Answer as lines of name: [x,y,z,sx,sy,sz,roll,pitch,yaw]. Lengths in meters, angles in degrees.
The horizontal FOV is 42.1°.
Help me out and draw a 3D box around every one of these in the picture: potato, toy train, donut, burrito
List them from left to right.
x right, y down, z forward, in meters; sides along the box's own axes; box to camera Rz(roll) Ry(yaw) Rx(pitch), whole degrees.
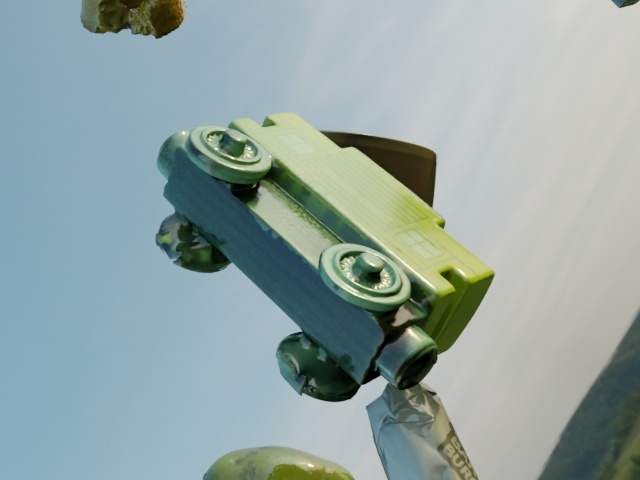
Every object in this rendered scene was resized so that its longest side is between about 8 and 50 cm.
donut: [-0.192,-0.248,0.852,0.043,0.108,0.097,97,172,-47]
potato: [-0.080,0.493,1.553,0.216,0.305,0.215,9,-90,-75]
toy train: [0.000,0.000,1.002,0.272,0.442,0.179,-16,-41,-46]
burrito: [0.169,0.364,0.927,0.101,0.445,0.139,-15,-25,-23]

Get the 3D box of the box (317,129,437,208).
box: [0.032,-0.035,1.310,0.301,0.301,0.216,17,-107,-68]

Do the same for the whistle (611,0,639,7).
whistle: [0.434,-0.490,1.343,0.180,0.269,0.093,-17,-13,-35]
